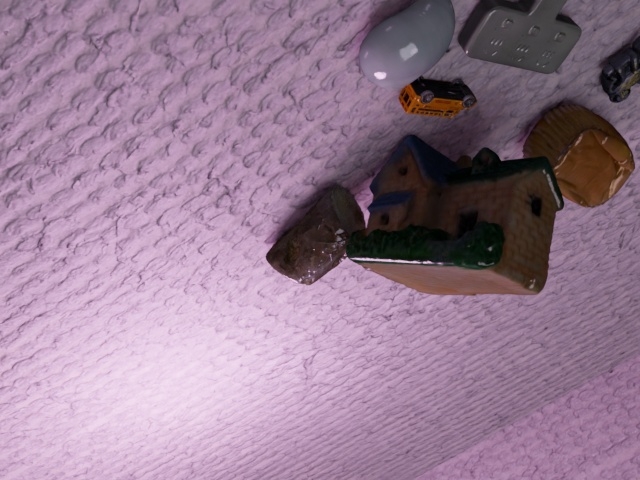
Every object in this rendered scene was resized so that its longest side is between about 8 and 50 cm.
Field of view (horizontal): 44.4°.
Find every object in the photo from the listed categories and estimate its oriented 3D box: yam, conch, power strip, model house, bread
[{"bbox_3d":[0.000,0.000,1.878,0.254,0.154,0.154,-45,138,21],"label":"yam"},{"bbox_3d":[0.182,-0.386,1.548,0.221,0.121,0.185,-37,170,9],"label":"conch"},{"bbox_3d":[0.435,-0.451,1.629,0.264,0.059,0.194,3,135,-29],"label":"power strip"},{"bbox_3d":[0.316,-0.069,1.778,0.382,0.343,0.334,0,161,45],"label":"model house"},{"bbox_3d":[0.638,-0.217,1.945,0.288,0.156,0.204,14,121,-35],"label":"bread"}]

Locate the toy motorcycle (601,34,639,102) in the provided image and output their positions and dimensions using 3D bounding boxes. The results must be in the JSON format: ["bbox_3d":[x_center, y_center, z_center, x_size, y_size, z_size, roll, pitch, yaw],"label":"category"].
[{"bbox_3d":[0.719,-0.404,1.834,0.124,0.061,0.193,3,137,-27],"label":"toy motorcycle"}]

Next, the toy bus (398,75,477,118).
[{"bbox_3d":[0.255,-0.308,1.699,0.162,0.070,0.074,1,137,-26],"label":"toy bus"}]
